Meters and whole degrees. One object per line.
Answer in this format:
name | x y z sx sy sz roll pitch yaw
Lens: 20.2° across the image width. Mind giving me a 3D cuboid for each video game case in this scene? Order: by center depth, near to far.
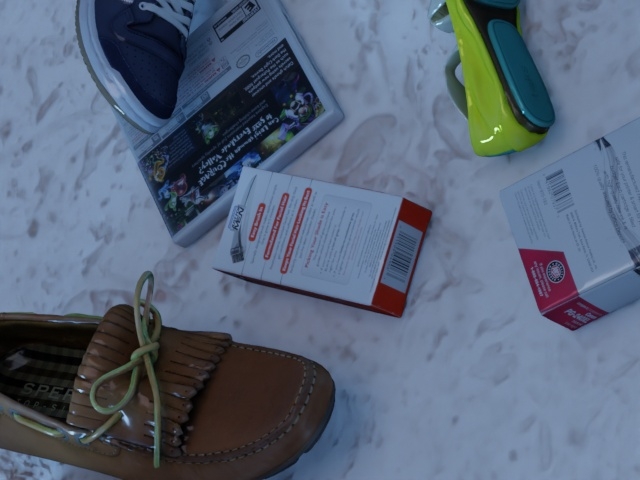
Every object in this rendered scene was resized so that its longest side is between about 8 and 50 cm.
video game case | -0.086 -0.115 1.593 0.190 0.022 0.173 -38 56 17

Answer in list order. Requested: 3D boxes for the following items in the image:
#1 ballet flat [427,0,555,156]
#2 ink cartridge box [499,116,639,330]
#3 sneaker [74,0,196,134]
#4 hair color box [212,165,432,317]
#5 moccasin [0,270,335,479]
ballet flat | 0.125 -0.170 1.440 0.077 0.077 0.231 -33 59 41
ink cartridge box | 0.222 -0.016 1.323 0.150 0.063 0.109 -28 60 23
sneaker | -0.131 -0.232 1.595 0.153 0.099 0.282 -30 46 22
hair color box | 0.000 0.000 1.475 0.167 0.053 0.093 13 83 35
moccasin | -0.157 0.113 1.476 0.380 0.147 0.139 9 57 38
